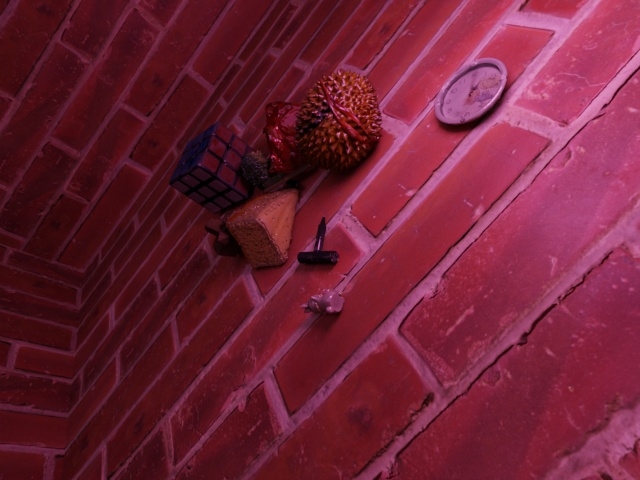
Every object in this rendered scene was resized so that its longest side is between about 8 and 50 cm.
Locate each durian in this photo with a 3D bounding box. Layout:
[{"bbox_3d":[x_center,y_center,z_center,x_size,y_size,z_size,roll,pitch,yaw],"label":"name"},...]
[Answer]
[{"bbox_3d":[0.063,-0.434,1.483,0.384,0.348,0.347,112,155,-43],"label":"durian"}]

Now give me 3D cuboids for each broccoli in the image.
[{"bbox_3d":[-0.277,-0.349,1.914,0.220,0.194,0.194,26,86,33],"label":"broccoli"}]

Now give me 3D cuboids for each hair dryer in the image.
[{"bbox_3d":[0.012,-0.005,1.455,0.173,0.050,0.194,-1,62,44],"label":"hair dryer"}]

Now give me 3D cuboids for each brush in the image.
[{"bbox_3d":[-0.147,-0.287,1.756,0.283,0.048,0.054,-23,29,32],"label":"brush"}]

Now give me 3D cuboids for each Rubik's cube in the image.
[{"bbox_3d":[-0.535,-0.364,2.056,0.301,0.304,0.304,-16,48,41],"label":"Rubik's cube"}]

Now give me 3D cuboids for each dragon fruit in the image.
[{"bbox_3d":[-0.129,-0.452,1.755,0.286,0.228,0.329,14,75,49],"label":"dragon fruit"}]

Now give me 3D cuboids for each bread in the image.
[{"bbox_3d":[-0.201,-0.055,1.699,0.249,0.278,0.315,-11,16,42],"label":"bread"}]

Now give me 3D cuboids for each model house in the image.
[{"bbox_3d":[-0.422,-0.028,1.730,0.248,0.176,0.180,-75,11,-81],"label":"model house"}]

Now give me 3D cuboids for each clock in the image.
[{"bbox_3d":[0.470,-0.455,1.249,0.237,0.053,0.236,-29,46,35],"label":"clock"}]

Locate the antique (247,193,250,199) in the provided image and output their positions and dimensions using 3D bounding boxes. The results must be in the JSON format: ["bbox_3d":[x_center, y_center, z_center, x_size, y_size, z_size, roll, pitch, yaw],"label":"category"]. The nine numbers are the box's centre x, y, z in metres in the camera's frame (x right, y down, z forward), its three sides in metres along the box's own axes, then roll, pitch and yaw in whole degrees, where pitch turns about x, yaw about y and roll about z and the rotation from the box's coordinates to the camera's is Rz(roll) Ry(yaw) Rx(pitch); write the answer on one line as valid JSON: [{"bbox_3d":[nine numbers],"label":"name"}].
[{"bbox_3d":[-0.426,-0.218,2.085,0.192,0.015,0.030,-4,62,46],"label":"antique"}]

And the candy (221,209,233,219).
[{"bbox_3d":[-0.427,-0.061,1.945,0.097,0.062,0.194,-50,39,9],"label":"candy"}]

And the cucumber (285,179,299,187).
[{"bbox_3d":[-0.124,-0.248,1.741,0.135,0.034,0.033,-148,56,-69],"label":"cucumber"}]

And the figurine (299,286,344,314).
[{"bbox_3d":[0.010,0.202,1.309,0.098,0.081,0.146,-30,12,-40],"label":"figurine"}]
